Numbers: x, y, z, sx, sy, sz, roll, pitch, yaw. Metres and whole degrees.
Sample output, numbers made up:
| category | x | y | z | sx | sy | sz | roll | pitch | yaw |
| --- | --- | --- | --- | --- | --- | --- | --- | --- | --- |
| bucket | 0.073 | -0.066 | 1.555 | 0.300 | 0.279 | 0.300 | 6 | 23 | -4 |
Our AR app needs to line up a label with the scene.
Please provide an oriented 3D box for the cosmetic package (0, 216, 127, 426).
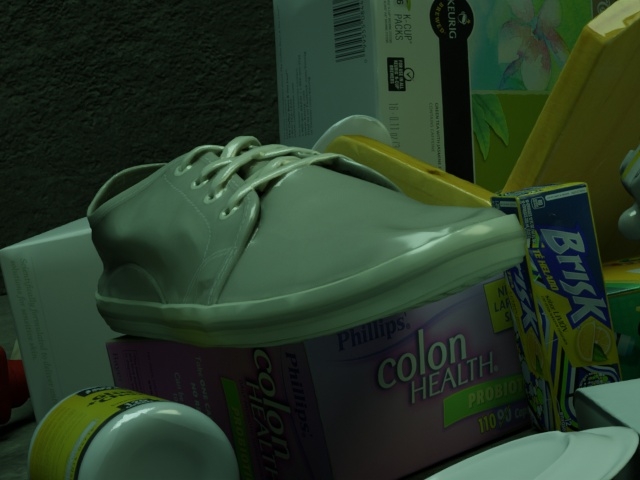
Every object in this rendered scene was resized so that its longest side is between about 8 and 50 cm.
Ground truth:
| category | x | y | z | sx | sy | sz | roll | pitch | yaw |
| --- | --- | --- | --- | --- | --- | --- | --- | --- | --- |
| cosmetic package | -0.157 | 0.062 | 1.577 | 0.155 | 0.197 | 0.365 | -11 | 4 | 11 |

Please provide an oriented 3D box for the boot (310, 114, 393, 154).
| category | x | y | z | sx | sy | sz | roll | pitch | yaw |
| --- | --- | --- | --- | --- | --- | --- | --- | --- | --- |
| boot | 0.000 | 0.000 | 1.667 | 0.095 | 0.258 | 0.123 | 20 | -1 | -5 |

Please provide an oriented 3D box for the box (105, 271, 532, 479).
| category | x | y | z | sx | sy | sz | roll | pitch | yaw |
| --- | --- | --- | --- | --- | --- | --- | --- | --- | --- |
| box | 0.004 | 0.100 | 1.219 | 0.213 | 0.117 | 0.243 | -16 | 6 | -39 |

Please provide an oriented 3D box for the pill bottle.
| category | x | y | z | sx | sy | sz | roll | pitch | yaw |
| --- | --- | --- | --- | --- | --- | --- | --- | --- | --- |
| pill bottle | -0.129 | 0.147 | 1.073 | 0.103 | 0.103 | 0.184 | -14 | 6 | -24 |

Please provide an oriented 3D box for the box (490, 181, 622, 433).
| category | x | y | z | sx | sy | sz | roll | pitch | yaw |
| --- | --- | --- | --- | --- | --- | --- | --- | --- | --- |
| box | 0.164 | 0.046 | 1.147 | 0.054 | 0.169 | 0.059 | -12 | 5 | -13 |

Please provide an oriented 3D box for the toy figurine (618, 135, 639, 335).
| category | x | y | z | sx | sy | sz | roll | pitch | yaw |
| --- | --- | --- | --- | --- | --- | --- | --- | --- | --- |
| toy figurine | 0.309 | 0.001 | 1.106 | 0.213 | 0.209 | 0.148 | -12 | 11 | 2 |

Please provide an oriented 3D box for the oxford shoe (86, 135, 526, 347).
| category | x | y | z | sx | sy | sz | roll | pitch | yaw |
| --- | --- | --- | --- | --- | --- | --- | --- | --- | --- |
| oxford shoe | -0.038 | -0.006 | 1.112 | 0.169 | 0.130 | 0.449 | -14 | 7 | -31 |

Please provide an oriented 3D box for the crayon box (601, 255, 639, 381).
| category | x | y | z | sx | sy | sz | roll | pitch | yaw |
| --- | --- | --- | --- | --- | --- | --- | --- | --- | --- |
| crayon box | 0.311 | 0.049 | 1.278 | 0.278 | 0.081 | 0.165 | -12 | 5 | 1 |

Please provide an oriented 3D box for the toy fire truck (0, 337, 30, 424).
| category | x | y | z | sx | sy | sz | roll | pitch | yaw |
| --- | --- | --- | --- | --- | --- | --- | --- | --- | --- |
| toy fire truck | -0.372 | 0.131 | 1.676 | 0.217 | 0.158 | 0.246 | -9 | -6 | 30 |

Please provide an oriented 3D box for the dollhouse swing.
| category | x | y | z | sx | sy | sz | roll | pitch | yaw |
| --- | --- | --- | --- | --- | --- | --- | --- | --- | --- |
| dollhouse swing | 0.203 | -0.103 | 1.473 | 0.347 | 0.305 | 0.315 | -4 | 23 | -42 |

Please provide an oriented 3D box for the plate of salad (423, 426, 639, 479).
| category | x | y | z | sx | sy | sz | roll | pitch | yaw |
| --- | --- | --- | --- | --- | --- | --- | --- | --- | --- |
| plate of salad | 0.072 | 0.149 | 0.831 | 0.200 | 0.048 | 0.200 | -27 | 2 | 1 |

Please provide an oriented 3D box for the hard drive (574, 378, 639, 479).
| category | x | y | z | sx | sy | sz | roll | pitch | yaw |
| --- | --- | --- | --- | --- | --- | --- | --- | --- | --- |
| hard drive | 0.332 | 0.086 | 0.901 | 0.353 | 0.047 | 0.233 | -10 | 3 | -1 |

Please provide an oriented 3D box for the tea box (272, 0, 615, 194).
| category | x | y | z | sx | sy | sz | roll | pitch | yaw |
| --- | --- | --- | --- | --- | --- | --- | --- | --- | --- |
| tea box | 0.141 | -0.116 | 1.828 | 0.323 | 0.329 | 0.220 | -3 | 0 | -30 |
